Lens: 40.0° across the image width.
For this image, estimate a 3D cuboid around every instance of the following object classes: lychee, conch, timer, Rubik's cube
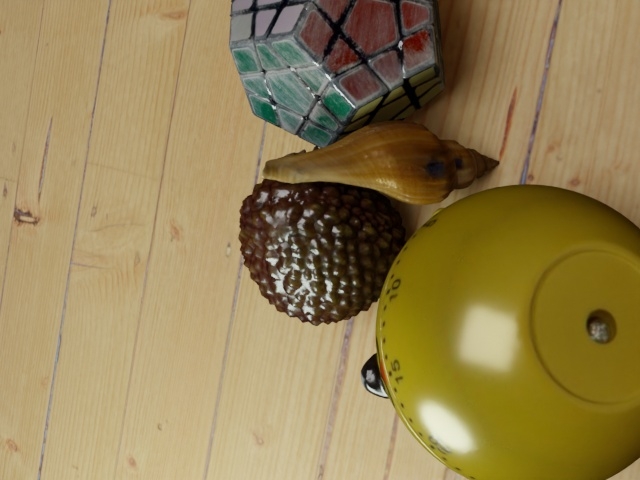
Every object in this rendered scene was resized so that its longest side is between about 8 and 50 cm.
[{"bbox_3d":[0.000,0.000,1.237,0.236,0.271,0.235,-9,64,18],"label":"lychee"},{"bbox_3d":[0.088,-0.098,1.129,0.093,0.330,0.109,-153,63,-62],"label":"conch"},{"bbox_3d":[0.216,0.118,1.010,0.387,0.376,0.376,138,125,-73],"label":"timer"},{"bbox_3d":[0.027,-0.281,1.188,0.319,0.319,0.264,42,129,34],"label":"Rubik's cube"}]
